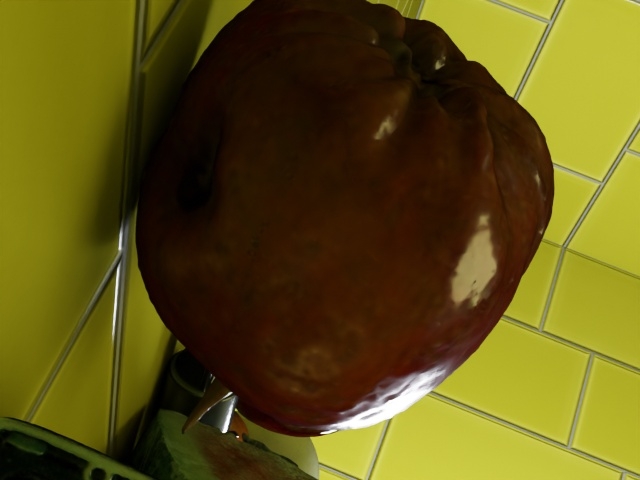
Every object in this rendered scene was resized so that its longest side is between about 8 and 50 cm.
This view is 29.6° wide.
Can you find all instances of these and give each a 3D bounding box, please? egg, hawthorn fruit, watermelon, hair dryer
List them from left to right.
[{"bbox_3d":[-0.113,0.116,1.244,0.248,0.078,0.195,-82,-171,-58],"label":"hair dryer"},{"bbox_3d":[-0.105,0.352,1.735,0.254,0.188,0.188,-59,-177,35],"label":"egg"},{"bbox_3d":[-0.058,0.298,1.071,0.387,0.258,0.228,20,-84,58],"label":"watermelon"},{"bbox_3d":[0.013,-0.017,0.738,0.262,0.258,0.258,98,13,-52],"label":"hawthorn fruit"}]

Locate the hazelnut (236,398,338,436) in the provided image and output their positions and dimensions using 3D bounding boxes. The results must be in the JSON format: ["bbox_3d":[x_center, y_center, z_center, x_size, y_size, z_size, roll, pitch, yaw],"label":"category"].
[{"bbox_3d":[-0.028,0.113,1.438,0.229,0.229,0.229,22,90,-87],"label":"hazelnut"}]

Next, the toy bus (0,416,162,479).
[{"bbox_3d":[-0.152,0.222,0.598,0.147,0.128,0.256,103,12,-83],"label":"toy bus"}]

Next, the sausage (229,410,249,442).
[{"bbox_3d":[-0.133,0.266,1.480,0.274,0.105,0.105,102,10,-71],"label":"sausage"}]
